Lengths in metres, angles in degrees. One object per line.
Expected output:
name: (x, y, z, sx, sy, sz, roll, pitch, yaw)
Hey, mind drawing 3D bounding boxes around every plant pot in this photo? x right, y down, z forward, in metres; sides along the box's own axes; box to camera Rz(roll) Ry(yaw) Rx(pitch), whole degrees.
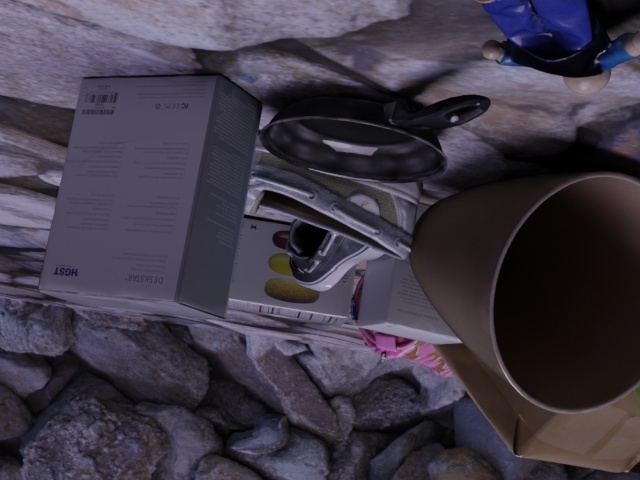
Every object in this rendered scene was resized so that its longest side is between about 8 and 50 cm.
plant pot: (0.222, 0.030, 1.192, 0.256, 0.256, 0.274, 15, -176, -28)

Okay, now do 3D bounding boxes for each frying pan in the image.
frying pan: (0.039, -0.115, 1.016, 0.197, 0.053, 0.326, 10, 167, -1)

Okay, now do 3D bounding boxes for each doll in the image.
doll: (0.175, -0.148, 0.753, 0.129, 0.046, 0.189, 4, 167, 29)

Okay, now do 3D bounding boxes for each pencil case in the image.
pencil case: (0.190, 0.144, 1.840, 0.167, 0.160, 0.386, -32, 157, 15)

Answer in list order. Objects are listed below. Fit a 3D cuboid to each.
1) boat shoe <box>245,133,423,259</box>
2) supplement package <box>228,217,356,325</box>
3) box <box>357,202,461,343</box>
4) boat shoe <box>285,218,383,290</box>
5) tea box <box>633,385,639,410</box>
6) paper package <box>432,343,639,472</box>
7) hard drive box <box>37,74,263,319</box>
boat shoe: (-0.039, -0.055, 1.238, 0.320, 0.103, 0.118, 11, 169, -11)
supplement package: (-0.069, 0.049, 1.692, 0.244, 0.139, 0.134, 9, 170, -2)
box: (0.136, 0.046, 1.424, 0.130, 0.170, 0.091, 15, 168, -21)
boat shoe: (0.000, 0.000, 1.479, 0.102, 0.108, 0.301, 13, 166, -19)
tea box: (0.611, 0.231, 1.314, 0.220, 0.323, 0.329, 19, 138, -38)
paper package: (0.348, 0.183, 1.595, 0.325, 0.168, 0.309, 19, -154, -47)
hard drive box: (-0.174, -0.045, 1.073, 0.181, 0.232, 0.089, 4, 167, 29)
